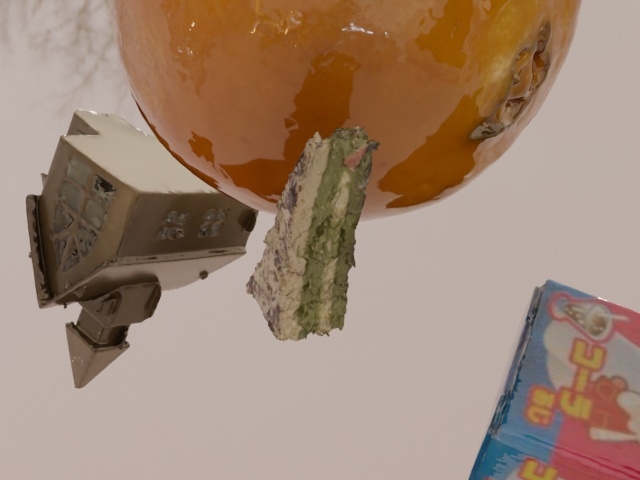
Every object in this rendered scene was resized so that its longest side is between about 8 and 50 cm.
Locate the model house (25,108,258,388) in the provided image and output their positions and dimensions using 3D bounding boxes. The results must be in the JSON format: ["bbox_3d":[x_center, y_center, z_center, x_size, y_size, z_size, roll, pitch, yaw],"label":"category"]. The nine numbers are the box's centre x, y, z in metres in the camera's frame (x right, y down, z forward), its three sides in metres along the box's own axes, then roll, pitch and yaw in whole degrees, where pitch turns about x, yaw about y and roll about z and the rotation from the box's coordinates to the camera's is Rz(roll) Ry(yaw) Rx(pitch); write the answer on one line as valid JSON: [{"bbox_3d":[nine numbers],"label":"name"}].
[{"bbox_3d":[-0.200,0.024,1.187,0.176,0.248,0.181,36,-157,30],"label":"model house"}]

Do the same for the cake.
[{"bbox_3d":[0.000,0.000,0.701,0.051,0.140,0.055,-9,-125,-25],"label":"cake"}]

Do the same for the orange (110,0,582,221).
[{"bbox_3d":[0.014,-0.163,0.833,0.312,0.312,0.312,15,-146,-11],"label":"orange"}]

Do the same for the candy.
[{"bbox_3d":[0.269,0.158,0.897,0.306,0.100,0.157,20,-135,7],"label":"candy"}]
